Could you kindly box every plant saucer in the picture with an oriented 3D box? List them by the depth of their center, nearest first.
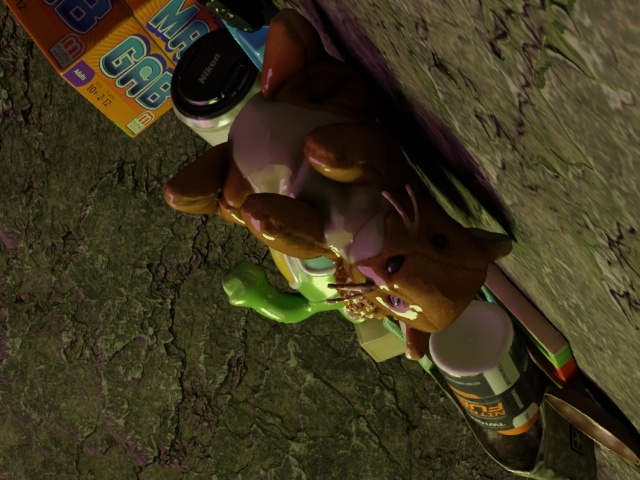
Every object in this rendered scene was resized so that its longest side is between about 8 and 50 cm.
[{"bbox_3d":[0.411,0.271,1.435,0.168,0.029,0.168,38,174,5],"label":"plant saucer"}]

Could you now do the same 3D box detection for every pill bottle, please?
[{"bbox_3d":[0.264,0.206,1.467,0.130,0.130,0.246,51,177,45],"label":"pill bottle"}]

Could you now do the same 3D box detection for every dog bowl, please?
[{"bbox_3d":[-0.050,-0.279,1.517,0.297,0.074,0.166,50,180,37],"label":"dog bowl"}]

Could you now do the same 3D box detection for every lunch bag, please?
[{"bbox_3d":[0.359,0.308,1.674,0.235,0.169,0.287,34,-163,-48],"label":"lunch bag"}]

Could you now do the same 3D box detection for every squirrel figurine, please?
[{"bbox_3d":[0.067,-0.031,1.216,0.370,0.281,0.397,39,-177,25],"label":"squirrel figurine"}]

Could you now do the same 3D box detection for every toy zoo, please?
[{"bbox_3d":[0.325,0.145,1.485,0.192,0.030,0.293,51,-179,32],"label":"toy zoo"}]

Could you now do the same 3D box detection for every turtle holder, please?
[{"bbox_3d":[0.009,-0.014,1.548,0.227,0.320,0.243,45,-143,-19],"label":"turtle holder"}]

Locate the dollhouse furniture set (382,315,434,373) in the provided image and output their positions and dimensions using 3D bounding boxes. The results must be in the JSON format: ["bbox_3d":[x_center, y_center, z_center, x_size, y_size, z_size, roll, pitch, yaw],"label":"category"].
[{"bbox_3d":[0.245,0.253,1.944,0.197,0.151,0.301,39,-157,31],"label":"dollhouse furniture set"}]

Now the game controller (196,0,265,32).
[{"bbox_3d":[-0.197,-0.415,1.372,0.319,0.067,0.167,27,-138,-53],"label":"game controller"}]

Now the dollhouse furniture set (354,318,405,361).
[{"bbox_3d":[0.182,0.053,2.323,0.362,0.256,0.394,51,-160,-61],"label":"dollhouse furniture set"}]

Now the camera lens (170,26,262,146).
[{"bbox_3d":[-0.148,-0.274,1.911,0.219,0.219,0.274,51,-173,33],"label":"camera lens"}]

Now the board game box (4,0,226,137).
[{"bbox_3d":[-0.416,-0.504,1.998,0.356,0.356,0.356,50,180,18],"label":"board game box"}]
